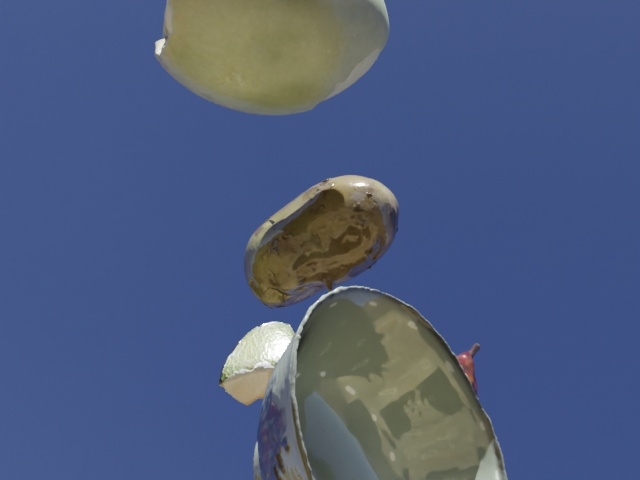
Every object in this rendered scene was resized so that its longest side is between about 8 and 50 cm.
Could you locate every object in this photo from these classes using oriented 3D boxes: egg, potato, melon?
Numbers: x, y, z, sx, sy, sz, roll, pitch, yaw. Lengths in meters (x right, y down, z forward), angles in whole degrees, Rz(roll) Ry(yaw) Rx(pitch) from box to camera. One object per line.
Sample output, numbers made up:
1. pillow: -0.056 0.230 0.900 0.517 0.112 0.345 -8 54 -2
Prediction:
1. egg: -0.064 -0.318 1.518 0.336 0.278 0.278 11 -53 -18
2. potato: 0.000 0.000 1.596 0.262 0.165 0.165 -34 -71 1
3. melon: -0.079 0.218 1.847 0.139 0.202 0.093 2 -57 35

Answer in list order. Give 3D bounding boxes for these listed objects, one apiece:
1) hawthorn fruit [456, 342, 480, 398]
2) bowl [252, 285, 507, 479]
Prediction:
1. hawthorn fruit: 0.144 0.239 1.569 0.208 0.208 0.248 43 -80 -11
2. bowl: 0.034 0.228 1.067 0.157 0.337 0.337 -30 -72 32
